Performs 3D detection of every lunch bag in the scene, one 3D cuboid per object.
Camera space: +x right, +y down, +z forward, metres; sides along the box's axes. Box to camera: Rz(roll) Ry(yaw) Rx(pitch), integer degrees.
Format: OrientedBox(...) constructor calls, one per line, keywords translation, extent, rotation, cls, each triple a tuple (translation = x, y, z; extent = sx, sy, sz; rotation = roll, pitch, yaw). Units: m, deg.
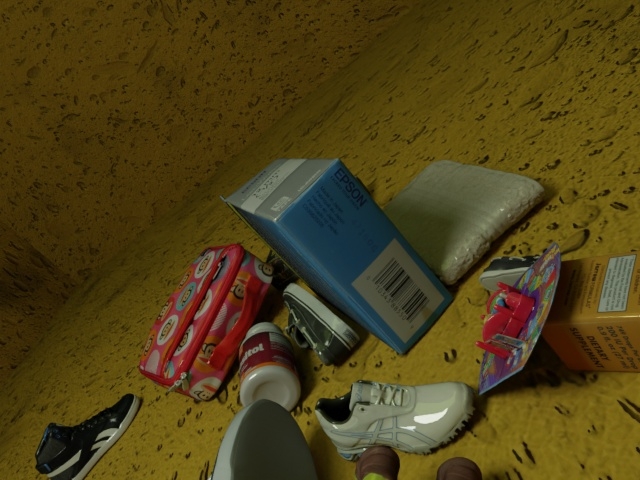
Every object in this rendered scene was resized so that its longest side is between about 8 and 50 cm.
OrientedBox(translation=(-0.209, 0.151, 1.001), extent=(0.258, 0.120, 0.293), rotation=(-6, 55, 54), cls="lunch bag")

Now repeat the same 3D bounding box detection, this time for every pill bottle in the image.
OrientedBox(translation=(-0.080, 0.188, 0.791), extent=(0.086, 0.086, 0.152), rotation=(-40, 21, 6), cls="pill bottle")

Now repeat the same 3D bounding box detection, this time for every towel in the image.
OrientedBox(translation=(0.188, -0.037, 0.808), extent=(0.187, 0.049, 0.282), rotation=(-45, 22, -1), cls="towel")

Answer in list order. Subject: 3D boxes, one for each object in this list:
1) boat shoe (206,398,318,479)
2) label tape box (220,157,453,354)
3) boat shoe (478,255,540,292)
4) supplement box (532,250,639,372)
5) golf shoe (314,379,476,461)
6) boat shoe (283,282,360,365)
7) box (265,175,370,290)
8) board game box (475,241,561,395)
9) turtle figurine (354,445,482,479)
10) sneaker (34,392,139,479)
OrientedBox(translation=(-0.088, 0.332, 0.497), extent=(0.156, 0.136, 0.367), rotation=(-38, 31, 21), cls="boat shoe")
OrientedBox(translation=(0.000, 0.000, 0.781), extent=(0.115, 0.249, 0.348), rotation=(-46, 21, -7), cls="label tape box")
OrientedBox(translation=(0.235, 0.035, 0.592), extent=(0.038, 0.046, 0.125), rotation=(-57, 17, -22), cls="boat shoe")
OrientedBox(translation=(0.295, 0.052, 0.405), extent=(0.233, 0.078, 0.080), rotation=(-17, 33, 49), cls="supplement box")
OrientedBox(translation=(0.071, 0.178, 0.549), extent=(0.176, 0.086, 0.069), rotation=(-30, 23, 27), cls="golf shoe")
OrientedBox(translation=(-0.021, 0.127, 0.817), extent=(0.070, 0.078, 0.219), rotation=(-45, 23, -9), cls="boat shoe")
OrientedBox(translation=(-0.006, -0.018, 1.094), extent=(0.231, 0.056, 0.183), rotation=(-31, 24, 26), cls="box")
OrientedBox(translation=(0.174, 0.071, 0.507), extent=(0.168, 0.033, 0.133), rotation=(97, -162, -63), cls="board game box")
OrientedBox(translation=(0.048, 0.249, 0.370), extent=(0.269, 0.087, 0.217), rotation=(-11, 23, 18), cls="turtle figurine")
OrientedBox(translation=(-0.481, 0.383, 1.071), extent=(0.079, 0.121, 0.217), rotation=(-7, 40, 55), cls="sneaker")
